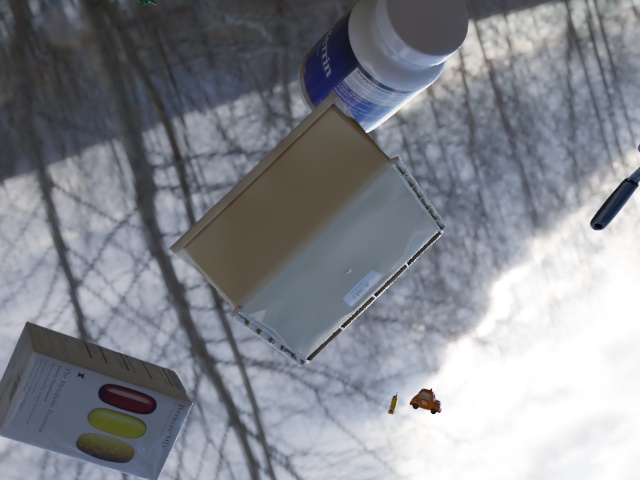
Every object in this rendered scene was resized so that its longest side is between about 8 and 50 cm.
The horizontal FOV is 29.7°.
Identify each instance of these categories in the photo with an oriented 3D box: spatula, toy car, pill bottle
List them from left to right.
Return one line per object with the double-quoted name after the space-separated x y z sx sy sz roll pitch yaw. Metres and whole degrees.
0.086 -0.259 1.674 0.153 0.153 0.265 -25 175 -30 "pill bottle"
0.163 0.269 2.008 0.060 0.040 0.122 18 -171 27 "toy car"
0.502 -0.100 1.895 0.296 0.084 0.030 119 -8 -54 "spatula"

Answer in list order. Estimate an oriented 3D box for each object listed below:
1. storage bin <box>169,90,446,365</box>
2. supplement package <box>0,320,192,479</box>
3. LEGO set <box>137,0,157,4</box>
0.000 0.000 1.466 0.262 0.123 0.260 -44 152 0 "storage bin"
-0.331 0.233 1.746 0.244 0.139 0.134 21 -173 -22 "supplement package"
-0.135 -0.422 1.310 0.255 0.331 0.192 10 -177 18 "LEGO set"
